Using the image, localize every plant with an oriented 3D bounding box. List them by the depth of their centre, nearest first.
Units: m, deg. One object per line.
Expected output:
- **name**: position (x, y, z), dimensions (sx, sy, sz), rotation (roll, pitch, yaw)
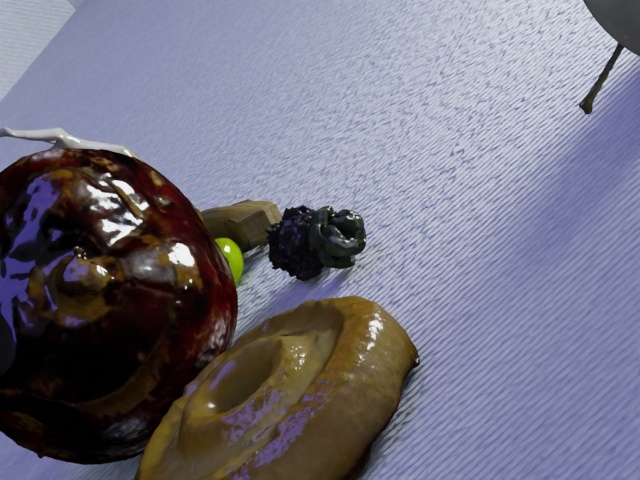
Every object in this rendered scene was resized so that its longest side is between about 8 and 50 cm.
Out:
- **plant**: position (0.000, 0.000, 1.955), dimensions (0.174, 0.087, 0.085), rotation (-11, 65, 65)

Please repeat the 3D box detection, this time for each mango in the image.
- **mango**: position (-0.125, 0.045, 2.124), dimensions (0.073, 0.056, 0.108), rotation (-32, 23, 43)

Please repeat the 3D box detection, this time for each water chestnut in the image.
- **water chestnut**: position (-0.240, 0.079, 1.970), dimensions (0.335, 0.347, 0.335), rotation (-6, 66, 14)

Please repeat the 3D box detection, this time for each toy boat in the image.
- **toy boat**: position (-0.107, -0.016, 2.219), dimensions (0.072, 0.064, 0.206), rotation (-35, 13, -30)

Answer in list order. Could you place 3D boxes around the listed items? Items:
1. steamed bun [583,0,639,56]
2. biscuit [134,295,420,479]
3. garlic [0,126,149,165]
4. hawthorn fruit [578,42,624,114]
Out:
- **steamed bun**: position (0.363, -0.277, 1.568), dimensions (0.324, 0.206, 0.324), rotation (-12, 51, 15)
- **biscuit**: position (-0.051, 0.160, 1.662), dimensions (0.296, 0.102, 0.296), rotation (-38, 17, 14)
- **garlic**: position (-0.274, -0.010, 2.202), dimensions (0.245, 0.340, 0.231), rotation (1, 29, -1)
- **hawthorn fruit**: position (0.295, -0.229, 1.735), dimensions (0.165, 0.165, 0.285), rotation (-26, 21, 39)
